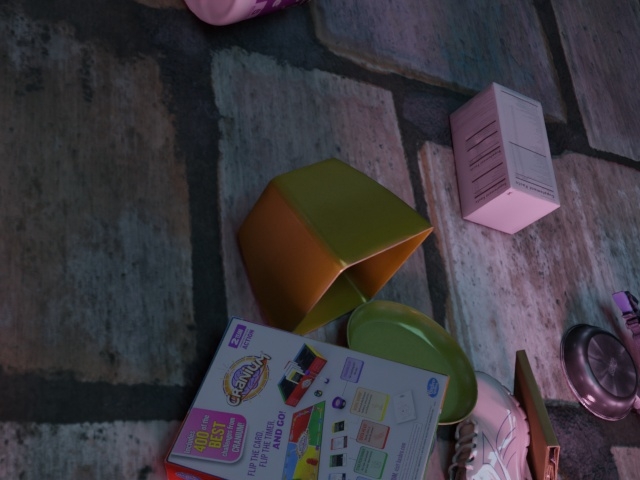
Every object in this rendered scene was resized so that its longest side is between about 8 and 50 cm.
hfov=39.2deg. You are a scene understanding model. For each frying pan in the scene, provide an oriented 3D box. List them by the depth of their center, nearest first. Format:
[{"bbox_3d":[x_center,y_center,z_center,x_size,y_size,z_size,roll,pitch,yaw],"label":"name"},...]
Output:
[{"bbox_3d":[0.580,0.303,1.732,0.197,0.053,0.326,-26,80,-42],"label":"frying pan"}]

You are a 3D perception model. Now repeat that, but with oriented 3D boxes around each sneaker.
[{"bbox_3d":[0.262,0.349,1.422,0.129,0.111,0.297,4,63,-30],"label":"sneaker"}]

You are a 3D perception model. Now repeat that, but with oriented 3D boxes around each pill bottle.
[{"bbox_3d":[-0.092,-0.485,1.573,0.302,0.169,0.169,-30,86,-43],"label":"pill bottle"}]

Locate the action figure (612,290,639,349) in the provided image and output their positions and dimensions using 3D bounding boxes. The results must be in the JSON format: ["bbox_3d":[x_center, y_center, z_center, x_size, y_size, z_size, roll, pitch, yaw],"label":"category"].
[{"bbox_3d":[0.748,0.207,1.787,0.330,0.178,0.341,-38,95,-31],"label":"action figure"}]

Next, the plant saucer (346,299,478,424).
[{"bbox_3d":[0.138,0.197,1.419,0.241,0.037,0.241,22,36,-17],"label":"plant saucer"}]

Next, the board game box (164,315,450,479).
[{"bbox_3d":[-0.011,0.247,1.185,0.317,0.064,0.242,15,50,10],"label":"board game box"}]

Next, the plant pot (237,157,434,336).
[{"bbox_3d":[0.000,0.000,1.360,0.212,0.212,0.187,-24,69,-43],"label":"plant pot"}]

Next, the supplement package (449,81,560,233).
[{"bbox_3d":[0.355,-0.158,1.753,0.139,0.134,0.244,17,56,-30],"label":"supplement package"}]

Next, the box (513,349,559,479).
[{"bbox_3d":[0.343,0.303,1.446,0.021,0.164,0.201,-6,39,1],"label":"box"}]

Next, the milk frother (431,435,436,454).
[{"bbox_3d":[0.123,0.305,1.316,0.143,0.135,0.129,-14,78,-41],"label":"milk frother"}]
